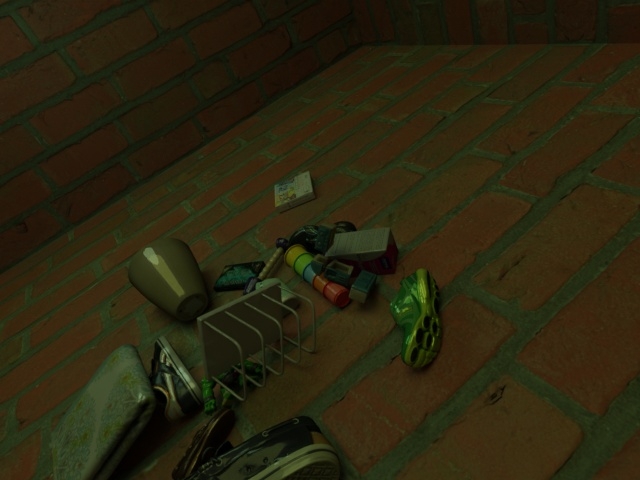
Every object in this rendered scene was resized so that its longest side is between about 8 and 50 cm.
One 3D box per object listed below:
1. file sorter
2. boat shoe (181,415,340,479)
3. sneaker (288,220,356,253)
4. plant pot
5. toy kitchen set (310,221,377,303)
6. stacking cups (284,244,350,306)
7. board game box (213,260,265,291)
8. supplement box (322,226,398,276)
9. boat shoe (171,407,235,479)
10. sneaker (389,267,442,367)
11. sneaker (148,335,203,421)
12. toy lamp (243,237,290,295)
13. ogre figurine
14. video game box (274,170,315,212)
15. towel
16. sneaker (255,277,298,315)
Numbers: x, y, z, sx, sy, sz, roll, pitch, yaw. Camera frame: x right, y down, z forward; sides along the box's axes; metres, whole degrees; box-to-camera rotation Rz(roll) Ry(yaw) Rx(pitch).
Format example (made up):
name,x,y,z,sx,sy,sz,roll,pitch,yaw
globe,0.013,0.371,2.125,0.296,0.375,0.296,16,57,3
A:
name,x,y,z,sx,sy,sz,roll,pitch,yaw
file sorter,-0.159,0.267,1.115,0.173,0.193,0.277,18,28,38
boat shoe,-0.200,0.545,0.891,0.499,0.187,0.156,-25,30,-6
sneaker,0.000,0.000,1.502,0.267,0.101,0.106,-13,40,19
plant pot,-0.546,0.168,1.548,0.256,0.257,0.274,-40,54,-17
toy kitchen set,0.073,0.060,1.233,0.206,0.166,0.122,20,27,14
stacking cups,-0.006,0.114,1.375,0.096,0.096,0.316,-38,39,-16
board game box,-0.316,0.139,1.592,0.186,0.026,0.126,-8,40,25
supplement box,0.134,0.042,1.353,0.219,0.111,0.114,-8,40,25
boat shoe,-0.306,0.527,1.062,0.073,0.073,0.207,7,47,35
sneaker,0.251,0.212,1.098,0.123,0.109,0.296,-28,30,38
sneaker,-0.475,0.418,1.261,0.127,0.126,0.321,-35,38,-21
toy lamp,-0.196,0.106,1.514,0.080,0.080,0.275,1,45,33
ogre figurine,-0.260,0.399,1.174,0.197,0.097,0.118,-46,47,-14
video game box,-0.122,-0.229,1.910,0.186,0.048,0.205,-19,36,7
towel,-0.629,0.527,1.180,0.320,0.090,0.375,26,79,50
sneaker,-0.214,0.221,1.365,0.255,0.094,0.151,-26,40,-16
